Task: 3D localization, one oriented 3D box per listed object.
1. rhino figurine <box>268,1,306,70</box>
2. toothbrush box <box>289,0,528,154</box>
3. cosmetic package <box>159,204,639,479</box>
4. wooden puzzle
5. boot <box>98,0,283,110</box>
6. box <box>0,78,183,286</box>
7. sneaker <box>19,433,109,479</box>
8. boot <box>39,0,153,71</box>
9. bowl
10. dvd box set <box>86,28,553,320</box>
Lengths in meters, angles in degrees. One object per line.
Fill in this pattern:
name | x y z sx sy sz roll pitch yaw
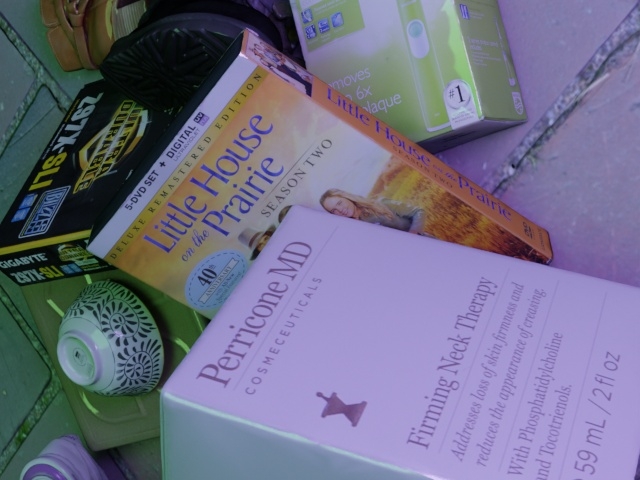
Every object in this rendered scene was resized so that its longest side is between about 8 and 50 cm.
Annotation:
rhino figurine | -0.020 -0.169 1.390 0.243 0.073 0.106 59 151 15
toothbrush box | 0.091 -0.241 1.284 0.206 0.122 0.283 -16 84 34
cosmetic package | 0.090 0.218 1.090 0.394 0.329 0.327 14 127 14
wooden puzzle | -0.266 0.118 1.568 0.348 0.080 0.322 -18 96 39
boot | -0.113 -0.291 1.307 0.348 0.131 0.260 9 63 54
box | -0.264 -0.098 1.452 0.257 0.079 0.322 -11 44 37
sneaker | -0.325 0.422 1.651 0.114 0.152 0.305 -18 106 13
boot | -0.305 -0.380 1.569 0.220 0.109 0.283 -7 98 39
bowl | -0.298 0.146 1.498 0.170 0.080 0.170 14 115 32
dvd box set | 0.000 0.000 1.238 0.420 0.062 0.307 32 120 -21
